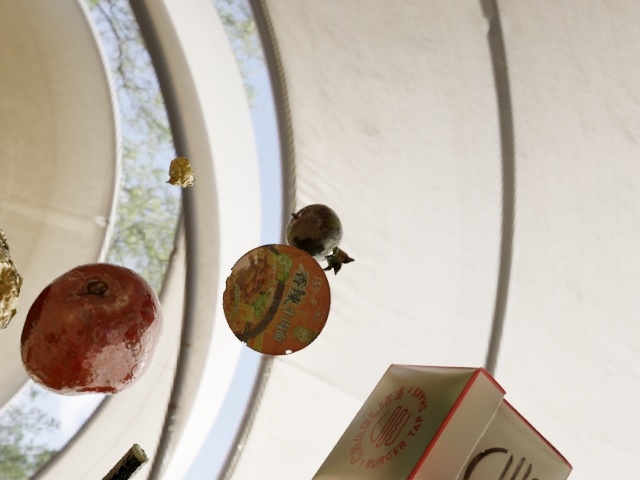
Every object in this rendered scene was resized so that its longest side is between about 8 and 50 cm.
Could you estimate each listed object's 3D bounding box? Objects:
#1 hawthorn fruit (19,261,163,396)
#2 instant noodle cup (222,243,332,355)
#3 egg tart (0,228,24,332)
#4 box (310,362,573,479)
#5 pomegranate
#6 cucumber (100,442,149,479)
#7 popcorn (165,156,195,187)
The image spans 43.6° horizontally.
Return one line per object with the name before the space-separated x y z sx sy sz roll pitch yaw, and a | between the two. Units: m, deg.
hawthorn fruit | -0.453 0.176 1.602 0.284 0.284 0.285 -13 -106 51
instant noodle cup | -0.073 0.123 1.703 0.230 0.182 0.230 -1 -92 12
egg tart | -0.712 0.108 1.637 0.120 0.315 0.315 13 -85 17
box | 0.226 0.444 1.519 0.314 0.300 0.312 -51 -164 -23
pomegranate | -0.006 0.002 1.833 0.148 0.148 0.169 -15 -78 50
cucumber | -0.462 0.541 1.804 0.215 0.052 0.058 -47 -163 19
popcorn | -0.361 -0.165 2.017 0.084 0.084 0.084 -13 -106 51
